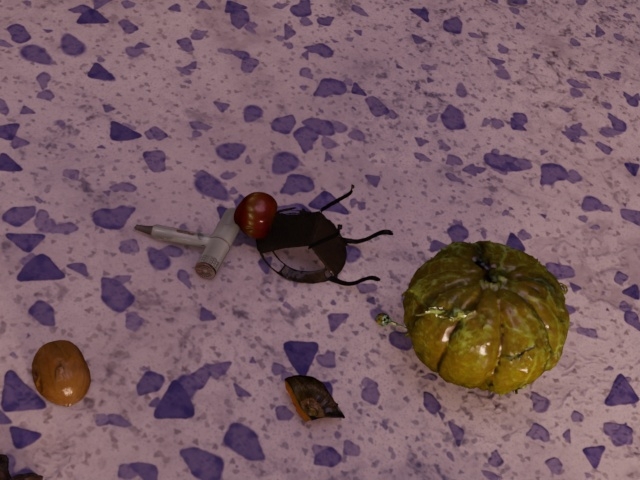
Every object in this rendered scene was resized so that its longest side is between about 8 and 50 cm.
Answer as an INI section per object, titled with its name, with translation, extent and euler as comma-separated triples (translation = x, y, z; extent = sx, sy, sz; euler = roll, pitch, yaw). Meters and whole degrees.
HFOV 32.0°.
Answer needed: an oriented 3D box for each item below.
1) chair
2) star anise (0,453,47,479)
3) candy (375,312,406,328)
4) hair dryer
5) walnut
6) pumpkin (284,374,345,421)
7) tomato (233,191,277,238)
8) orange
[chair]
translation = 0.000, 0.000, 2.081
extent = 0.213, 0.149, 0.174
euler = -10, 43, 30
[star anise]
translation = -0.476, 0.403, 1.573
extent = 0.223, 0.109, 0.236
euler = -6, 55, -25
[candy]
translation = 0.140, 0.155, 2.037
extent = 0.083, 0.025, 0.023
euler = 24, 90, -8
[hair dryer]
translation = -0.249, -0.020, 2.049
extent = 0.183, 0.044, 0.155
euler = 21, 46, 4
[walnut]
translation = -0.415, 0.204, 1.795
extent = 0.091, 0.052, 0.121
euler = -10, 56, -28
[pumpkin]
translation = -0.014, 0.272, 1.880
extent = 0.073, 0.035, 0.101
euler = -7, 49, -37
[tomato]
translation = -0.119, -0.049, 2.047
extent = 0.075, 0.087, 0.087
euler = 21, 48, 0
[orange]
translation = 0.285, 0.133, 1.970
extent = 0.300, 0.223, 0.301
euler = 10, 43, -4
